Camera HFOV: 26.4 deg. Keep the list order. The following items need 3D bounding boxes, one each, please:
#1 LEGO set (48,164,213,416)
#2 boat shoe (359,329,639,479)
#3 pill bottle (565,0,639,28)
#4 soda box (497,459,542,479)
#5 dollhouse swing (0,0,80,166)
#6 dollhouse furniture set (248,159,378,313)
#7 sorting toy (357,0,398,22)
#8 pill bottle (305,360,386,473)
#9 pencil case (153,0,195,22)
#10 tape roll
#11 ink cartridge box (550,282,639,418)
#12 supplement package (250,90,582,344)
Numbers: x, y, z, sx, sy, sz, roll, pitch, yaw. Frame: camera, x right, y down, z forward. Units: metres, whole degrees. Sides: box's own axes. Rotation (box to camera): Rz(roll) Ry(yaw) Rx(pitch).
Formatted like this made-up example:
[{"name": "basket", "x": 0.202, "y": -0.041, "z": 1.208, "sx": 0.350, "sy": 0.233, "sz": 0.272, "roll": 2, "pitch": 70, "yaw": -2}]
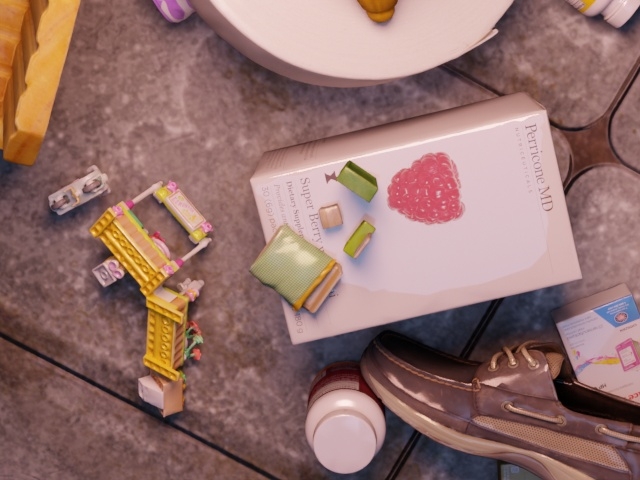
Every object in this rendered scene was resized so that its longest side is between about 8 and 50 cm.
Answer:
[{"name": "LEGO set", "x": -0.169, "y": 0.043, "z": 1.471, "sx": 0.132, "sy": 0.107, "sz": 0.287, "roll": -11, "pitch": 110, "yaw": 40}, {"name": "boat shoe", "x": 0.218, "y": 0.164, "z": 1.433, "sx": 0.355, "sy": 0.132, "sz": 0.130, "roll": 23, "pitch": 108, "yaw": 6}, {"name": "pill bottle", "x": 0.269, "y": -0.268, "z": 1.383, "sx": 0.116, "sy": 0.065, "sz": 0.065, "roll": 35, "pitch": 102, "yaw": -7}, {"name": "soda box", "x": 0.233, "y": 0.321, "z": 1.522, "sx": 0.061, "sy": 0.058, "sz": 0.181, "roll": -4, "pitch": 102, "yaw": 3}, {"name": "dollhouse swing", "x": -0.350, "y": -0.268, "z": 1.283, "sx": 0.315, "sy": 0.305, "sz": 0.347, "roll": 18, "pitch": 104, "yaw": -2}, {"name": "dollhouse furniture set", "x": 0.000, "y": 0.000, "z": 1.276, "sx": 0.076, "sy": 0.058, "sz": 0.152, "roll": 35, "pitch": 101, "yaw": -4}, {"name": "sorting toy", "x": 0.154, "y": -0.302, "z": 1.268, "sx": 0.365, "sy": 0.127, "sz": 0.126, "roll": -24, "pitch": 126, "yaw": -19}, {"name": "pill bottle", "x": 0.027, "y": 0.190, "z": 1.450, "sx": 0.086, "sy": 0.152, "sz": 0.086, "roll": 0, "pitch": 103, "yaw": 2}, {"name": "pencil case", "x": -0.089, "y": -0.302, "z": 1.375, "sx": 0.206, "sy": 0.086, "sz": 0.088, "roll": -31, "pitch": 117, "yaw": 8}, {"name": "tape roll", "x": 0.030, "y": -0.340, "z": 1.301, "sx": 0.392, "sy": 0.072, "sz": 0.392, "roll": 0, "pitch": 90, "yaw": -18}, {"name": "ink cartridge box", "x": 0.313, "y": 0.121, "z": 1.476, "sx": 0.088, "sy": 0.052, "sz": 0.122, "roll": -22, "pitch": 103, "yaw": 7}, {"name": "supplement package", "x": 0.095, "y": -0.028, "z": 1.386, "sx": 0.292, "sy": 0.175, "sz": 0.178, "roll": -14, "pitch": 101, "yaw": 5}]
